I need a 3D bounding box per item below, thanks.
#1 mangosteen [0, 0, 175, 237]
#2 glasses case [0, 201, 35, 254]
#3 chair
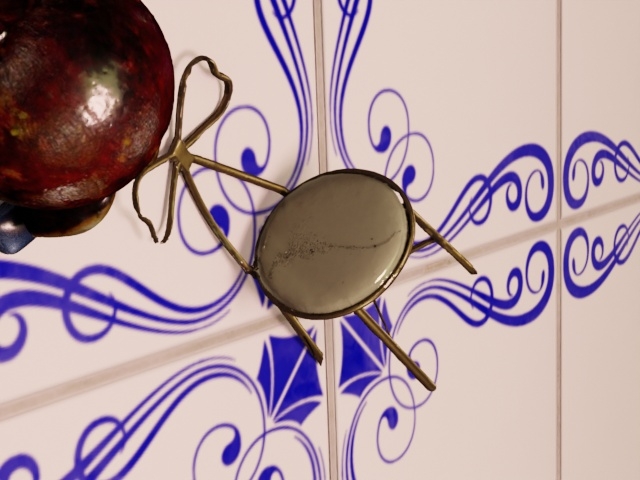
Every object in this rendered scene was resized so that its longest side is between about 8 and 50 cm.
[{"bbox_3d":[-0.167,-0.086,0.762,0.172,0.172,0.184,-50,142,-37],"label":"mangosteen"},{"bbox_3d":[-0.201,-0.024,0.836,0.083,0.023,0.033,-50,129,-36],"label":"glasses case"},{"bbox_3d":[0.000,0.000,1.004,0.325,0.170,0.159,50,58,-51],"label":"chair"}]
